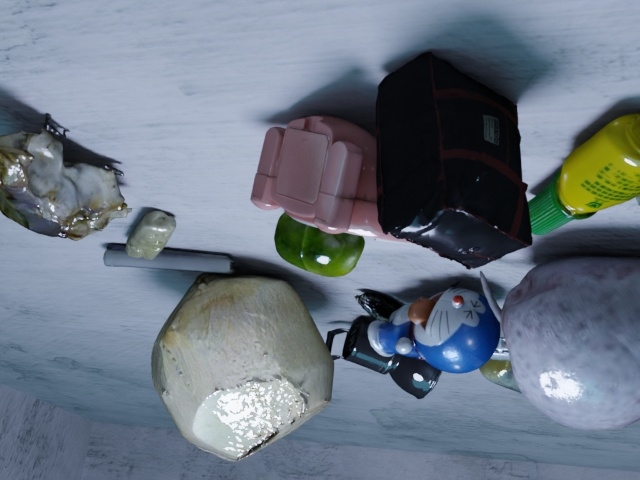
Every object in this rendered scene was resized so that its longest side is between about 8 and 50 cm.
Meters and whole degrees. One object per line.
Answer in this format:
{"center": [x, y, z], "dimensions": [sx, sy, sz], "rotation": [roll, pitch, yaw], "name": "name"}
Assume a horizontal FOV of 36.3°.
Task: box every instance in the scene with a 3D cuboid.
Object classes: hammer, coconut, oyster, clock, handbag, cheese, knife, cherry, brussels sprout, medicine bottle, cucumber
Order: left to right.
{"center": [-0.410, -0.087, 1.485], "dimensions": [0.198, 0.133, 0.337], "rotation": [-1, 163, 6], "name": "oyster"}
{"center": [-0.308, -0.006, 1.772], "dimensions": [0.065, 0.043, 0.194], "rotation": [17, 157, -17], "name": "cheese"}
{"center": [-0.294, 0.040, 1.900], "dimensions": [0.266, 0.040, 0.073], "rotation": [4, 170, 14], "name": "knife"}
{"center": [-0.164, 0.230, 1.925], "dimensions": [0.346, 0.360, 0.346], "rotation": [-31, 168, -7], "name": "coconut"}
{"center": [0.002, -0.003, 1.548], "dimensions": [0.155, 0.117, 0.155], "rotation": [10, -172, -2], "name": "brussels sprout"}
{"center": [0.065, -0.076, 1.294], "dimensions": [0.241, 0.142, 0.227], "rotation": [12, -175, -32], "name": "clock"}
{"center": [0.138, 0.146, 1.979], "dimensions": [0.053, 0.053, 0.181], "rotation": [-11, 151, 42], "name": "cucumber"}
{"center": [0.157, -0.087, 1.132], "dimensions": [0.169, 0.215, 0.155], "rotation": [22, 148, -40], "name": "handbag"}
{"center": [0.491, 0.237, 2.023], "dimensions": [0.202, 0.113, 0.305], "rotation": [20, 149, -34], "name": "hammer"}
{"center": [0.350, -0.073, 1.271], "dimensions": [0.111, 0.076, 0.309], "rotation": [20, 157, -10], "name": "medicine bottle"}
{"center": [0.447, 0.150, 1.552], "dimensions": [0.327, 0.291, 0.335], "rotation": [14, 152, -35], "name": "cherry"}

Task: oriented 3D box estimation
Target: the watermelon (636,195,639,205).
{"center": [0.486, -0.064, 1.292], "dimensions": [0.101, 0.080, 0.155], "rotation": [-21, 170, -26], "name": "watermelon"}

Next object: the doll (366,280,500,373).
{"center": [0.217, 0.162, 1.840], "dimensions": [0.257, 0.215, 0.161], "rotation": [-6, 112, 43], "name": "doll"}

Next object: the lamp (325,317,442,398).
{"center": [0.142, 0.236, 2.120], "dimensions": [0.228, 0.147, 0.172], "rotation": [22, 144, -13], "name": "lamp"}

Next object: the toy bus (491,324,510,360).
{"center": [0.386, 0.194, 1.943], "dimensions": [0.194, 0.089, 0.087], "rotation": [1, 158, 17], "name": "toy bus"}
